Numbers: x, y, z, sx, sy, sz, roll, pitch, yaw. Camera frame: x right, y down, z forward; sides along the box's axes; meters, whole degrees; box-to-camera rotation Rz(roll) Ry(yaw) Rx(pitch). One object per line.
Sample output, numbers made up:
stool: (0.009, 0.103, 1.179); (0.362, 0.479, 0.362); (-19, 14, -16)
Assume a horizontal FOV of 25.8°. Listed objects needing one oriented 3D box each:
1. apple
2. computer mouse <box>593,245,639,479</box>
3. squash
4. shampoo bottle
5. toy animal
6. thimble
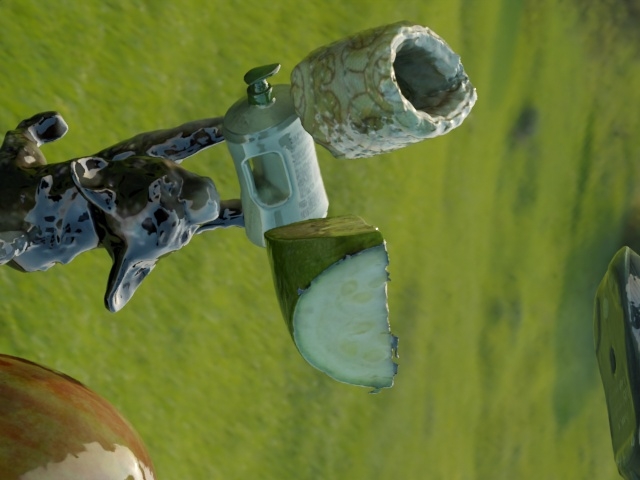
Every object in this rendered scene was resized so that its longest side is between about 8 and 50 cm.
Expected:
apple: (-0.251, 0.204, 1.026); (0.257, 0.234, 0.257); (-48, -170, 11)
computer mouse: (0.381, 0.184, 1.607); (0.167, 0.090, 0.379); (90, -1, -67)
squash: (0.000, 0.000, 1.397); (0.111, 0.288, 0.203); (-9, 130, -2)
shampoo bottle: (-0.058, -0.110, 1.707); (0.118, 0.087, 0.234); (-33, 135, -23)
toy animal: (-0.278, -0.033, 1.727); (0.302, 0.344, 0.194); (-47, 130, -55)
thimble: (0.074, -0.167, 1.583); (0.143, 0.137, 0.190); (-16, 168, 39)
